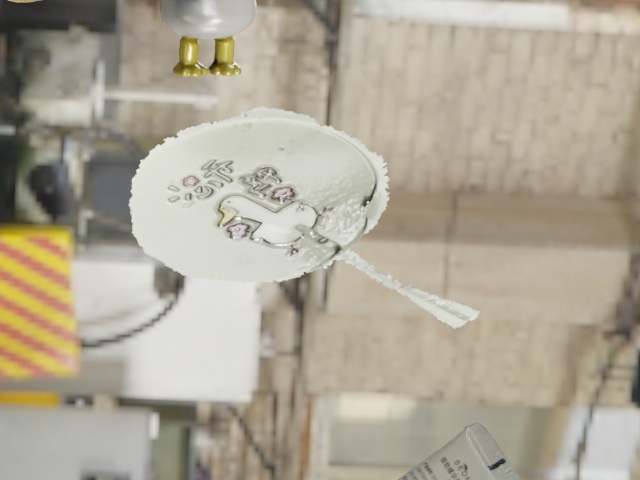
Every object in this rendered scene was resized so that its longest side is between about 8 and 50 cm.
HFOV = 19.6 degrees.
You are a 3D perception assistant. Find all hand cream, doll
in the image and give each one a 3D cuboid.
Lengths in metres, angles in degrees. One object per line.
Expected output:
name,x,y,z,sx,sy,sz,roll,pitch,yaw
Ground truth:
hand cream,0.047,0.264,1.610,0.095,0.276,0.059,58,2,36
doll,-0.117,-0.319,1.945,0.119,0.138,0.293,-154,-117,-67

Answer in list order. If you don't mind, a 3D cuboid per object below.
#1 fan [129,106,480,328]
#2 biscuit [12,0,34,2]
fan,0.000,-0.001,1.691,0.233,0.415,0.012,-32,-134,29
biscuit,-0.288,-0.266,1.667,0.044,0.289,0.202,59,-15,20
